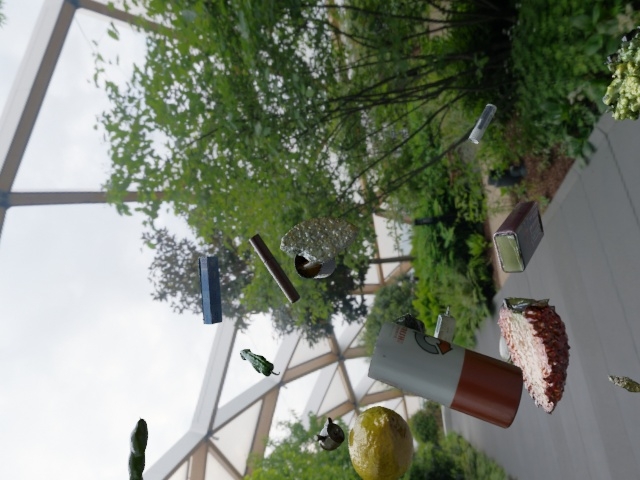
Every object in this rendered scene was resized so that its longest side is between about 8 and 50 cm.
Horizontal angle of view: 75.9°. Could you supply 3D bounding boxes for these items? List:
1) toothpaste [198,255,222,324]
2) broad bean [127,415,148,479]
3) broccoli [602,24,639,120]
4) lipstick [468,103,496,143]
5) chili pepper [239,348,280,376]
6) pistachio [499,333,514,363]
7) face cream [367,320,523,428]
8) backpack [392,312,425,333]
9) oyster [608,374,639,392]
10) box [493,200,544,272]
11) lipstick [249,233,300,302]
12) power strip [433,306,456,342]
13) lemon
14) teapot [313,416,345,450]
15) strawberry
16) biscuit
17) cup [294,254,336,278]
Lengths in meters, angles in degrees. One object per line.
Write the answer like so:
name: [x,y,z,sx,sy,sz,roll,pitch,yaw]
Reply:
toothpaste: [-0.446,0.201,1.661,0.066,0.053,0.273,-4,-91,-60]
broad bean: [-0.512,0.616,1.147,0.046,0.065,0.255,2,-90,-51]
broccoli: [0.666,-0.287,0.723,0.180,0.242,0.273,-121,16,-88]
lipstick: [0.584,-0.421,1.476,0.141,0.040,0.040,-62,-13,3]
chili pepper: [-0.295,0.563,1.909,0.074,0.256,0.100,-42,-53,-24]
pistachio: [0.733,0.394,1.548,0.113,0.112,0.149,14,-96,-77]
face cream: [0.189,0.205,0.641,0.096,0.213,0.096,16,-90,-74]
backpack: [0.219,0.273,1.122,0.105,0.120,0.165,41,-140,-10]
oyster: [0.835,0.392,1.115,0.034,0.051,0.093,-64,23,-9]
box: [0.535,-0.014,1.098,0.224,0.068,0.120,-36,-68,-44]
lipstick: [-0.209,0.130,1.886,0.357,0.057,0.057,56,-166,-1]
power strip: [0.403,0.344,1.370,0.027,0.060,0.253,-163,85,-72]
lemon: [0.172,0.588,1.175,0.188,0.188,0.257,-71,-13,-64]
teapot: [0.014,0.578,1.218,0.110,0.080,0.085,14,-150,-41]
strawberry: [0.613,0.300,1.139,0.233,0.137,0.307,91,165,-84]
biscuit: [0.000,0.000,1.342,0.040,0.265,0.188,83,178,-52]
cup: [-0.019,0.065,1.500,0.138,0.113,0.150,11,-116,-67]
